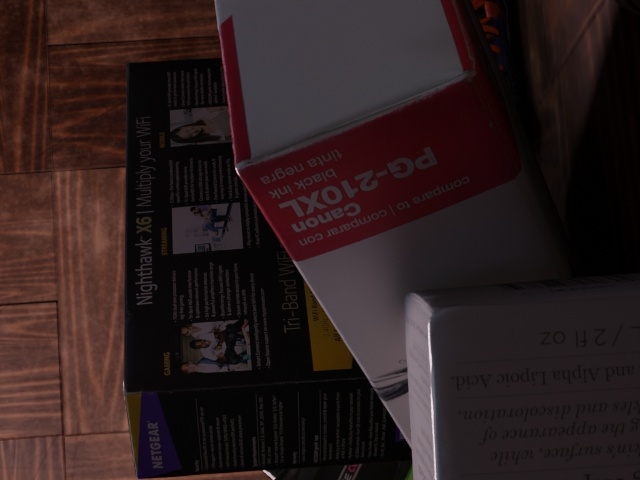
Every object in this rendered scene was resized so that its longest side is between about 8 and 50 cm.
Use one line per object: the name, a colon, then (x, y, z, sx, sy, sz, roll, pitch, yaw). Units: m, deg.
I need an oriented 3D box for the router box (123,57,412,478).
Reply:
router box: (0.000, 0.000, 0.947, 0.308, 0.243, 0.081, -96, 5, -46)

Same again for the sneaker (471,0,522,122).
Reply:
sneaker: (0.077, -0.135, 0.902, 0.087, 0.083, 0.221, 99, 166, -49)

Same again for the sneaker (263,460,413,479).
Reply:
sneaker: (0.001, 0.093, 1.339, 0.482, 0.202, 0.185, -100, 8, -58)

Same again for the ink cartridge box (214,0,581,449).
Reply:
ink cartridge box: (0.046, -0.022, 0.665, 0.172, 0.100, 0.237, -100, -15, -47)

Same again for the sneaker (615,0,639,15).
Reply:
sneaker: (0.117, -0.083, 0.407, 0.188, 0.066, 0.071, 97, 163, -79)

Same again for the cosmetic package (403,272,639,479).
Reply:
cosmetic package: (0.096, 0.130, 0.555, 0.085, 0.117, 0.231, -135, 40, -86)
